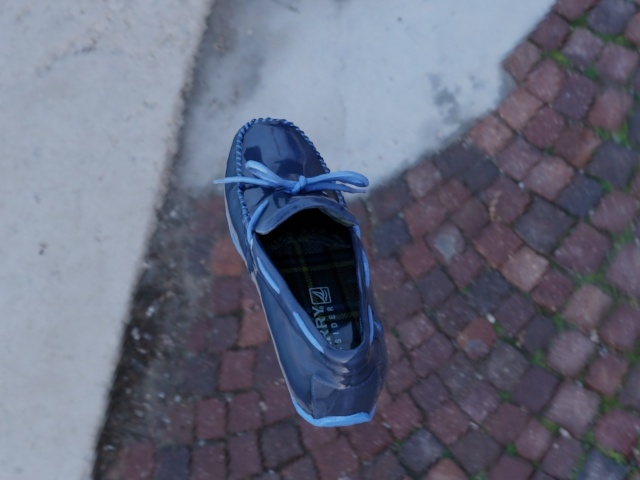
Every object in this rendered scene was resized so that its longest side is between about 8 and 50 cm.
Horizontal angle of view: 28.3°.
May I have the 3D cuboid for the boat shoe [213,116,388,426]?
[{"bbox_3d":[0.000,0.000,0.866,0.109,0.089,0.258,-13,52,-16],"label":"boat shoe"}]
